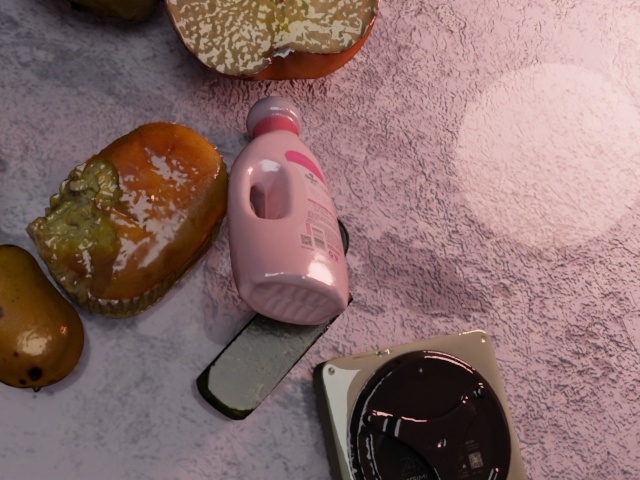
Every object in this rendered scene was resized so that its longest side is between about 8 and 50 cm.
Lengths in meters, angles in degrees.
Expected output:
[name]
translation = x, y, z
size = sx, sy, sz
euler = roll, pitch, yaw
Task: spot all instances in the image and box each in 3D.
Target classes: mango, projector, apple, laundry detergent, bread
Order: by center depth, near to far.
[mango]
translation = -0.352, 0.092, 0.712
size = 0.115, 0.090, 0.178
euler = -38, 82, -19
[bread]
translation = -0.225, -0.029, 0.767
size = 0.179, 0.133, 0.250
euler = 44, 68, -4
[laundry detergent]
translation = -0.050, -0.056, 0.789
size = 0.159, 0.088, 0.335
euler = 22, 40, -33
[projector]
translation = 0.140, 0.264, 0.812
size = 0.257, 0.079, 0.259
euler = -8, 78, -20
[apple]
translation = -0.067, -0.334, 0.891
size = 0.293, 0.163, 0.251
euler = -5, 85, -5

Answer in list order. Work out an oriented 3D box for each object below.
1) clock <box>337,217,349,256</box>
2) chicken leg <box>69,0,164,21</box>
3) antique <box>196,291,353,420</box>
[clock]
translation = 0.000, 0.000, 0.885
size = 0.085, 0.017, 0.085
euler = 5, 72, -15
[chicken leg]
translation = -0.347, -0.485, 0.788
size = 0.201, 0.153, 0.429
euler = -24, 114, -1
[antique]
translation = -0.062, 0.129, 0.795
size = 0.081, 0.080, 0.221
euler = 44, 68, 1
